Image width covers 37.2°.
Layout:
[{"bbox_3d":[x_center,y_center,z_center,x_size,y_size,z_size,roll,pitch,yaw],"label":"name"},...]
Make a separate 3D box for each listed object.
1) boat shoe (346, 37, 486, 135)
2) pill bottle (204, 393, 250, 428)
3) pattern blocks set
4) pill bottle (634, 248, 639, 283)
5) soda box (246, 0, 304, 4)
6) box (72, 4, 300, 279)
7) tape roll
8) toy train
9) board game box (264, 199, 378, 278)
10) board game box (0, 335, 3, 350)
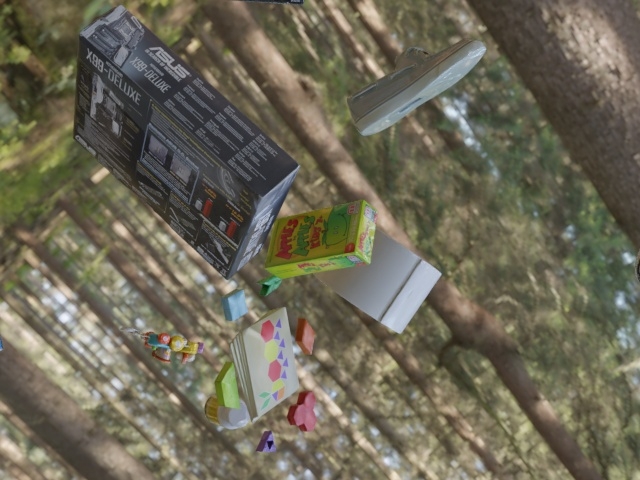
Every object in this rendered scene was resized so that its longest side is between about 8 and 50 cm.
[{"bbox_3d":[0.136,-0.248,1.430,0.227,0.081,0.079,-32,168,18],"label":"boat shoe"},{"bbox_3d":[-0.186,0.345,1.912,0.065,0.065,0.116,-48,-162,-21],"label":"pill bottle"},{"bbox_3d":[-0.099,0.228,1.751,0.026,0.324,0.285,1,-171,34],"label":"pattern blocks set"},{"bbox_3d":[0.452,0.060,1.079,0.103,0.103,0.184,-38,-141,2],"label":"pill bottle"},{"bbox_3d":[-0.099,-0.302,1.069,0.169,0.053,0.060,4,-154,-1],"label":"soda box"},{"bbox_3d":[-0.187,-0.118,1.230,0.076,0.307,0.242,-44,172,-30],"label":"box"},{"bbox_3d":[0.129,0.075,2.156,0.169,0.246,0.246,-56,-156,0],"label":"tape roll"},{"bbox_3d":[-0.267,0.180,1.588,0.125,0.166,0.046,8,-100,14],"label":"toy train"},{"bbox_3d":[0.000,0.000,1.495,0.181,0.043,0.092,-11,-123,37],"label":"board game box"},{"bbox_3d":[-0.742,0.182,1.541,0.302,0.086,0.308,-18,169,25],"label":"board game box"}]
